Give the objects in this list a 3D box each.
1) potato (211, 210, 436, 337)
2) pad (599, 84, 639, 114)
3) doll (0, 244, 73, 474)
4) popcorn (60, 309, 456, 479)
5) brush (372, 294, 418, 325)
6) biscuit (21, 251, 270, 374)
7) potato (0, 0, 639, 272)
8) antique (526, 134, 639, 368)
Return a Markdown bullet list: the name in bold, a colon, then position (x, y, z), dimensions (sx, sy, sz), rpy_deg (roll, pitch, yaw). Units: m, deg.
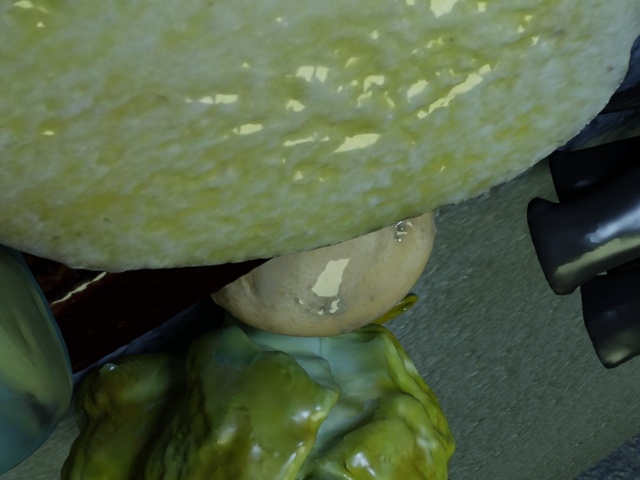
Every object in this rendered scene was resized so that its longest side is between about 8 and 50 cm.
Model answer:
- **potato**: position (0.002, -0.002, 0.815), dimensions (0.147, 0.112, 0.112), rpy_deg (-33, 160, -12)
- **pad**: position (0.289, -0.115, 0.871), dimensions (0.202, 0.005, 0.300), rpy_deg (-20, -173, -26)
- **doll**: position (-0.247, 0.079, 0.577), dimensions (0.261, 0.161, 0.177), rpy_deg (-31, 158, -1)
- **popcorn**: position (-0.042, 0.155, 0.920), dimensions (0.276, 0.225, 0.276), rpy_deg (-28, -178, 1)
- **brush**: position (-0.004, 0.095, 1.158), dimensions (0.205, 0.011, 0.083), rpy_deg (-26, 158, -13)
- **biscuit**: position (-0.043, -0.037, 0.716), dimensions (0.388, 0.073, 0.107), rpy_deg (-31, 160, 1)
- **potato**: position (-0.018, -0.102, 0.545), dimensions (0.299, 0.116, 0.239), rpy_deg (-14, 150, -12)
- **antique**: position (0.308, -0.024, 0.986), dimensions (0.255, 0.185, 0.322), rpy_deg (-22, -174, 20)
